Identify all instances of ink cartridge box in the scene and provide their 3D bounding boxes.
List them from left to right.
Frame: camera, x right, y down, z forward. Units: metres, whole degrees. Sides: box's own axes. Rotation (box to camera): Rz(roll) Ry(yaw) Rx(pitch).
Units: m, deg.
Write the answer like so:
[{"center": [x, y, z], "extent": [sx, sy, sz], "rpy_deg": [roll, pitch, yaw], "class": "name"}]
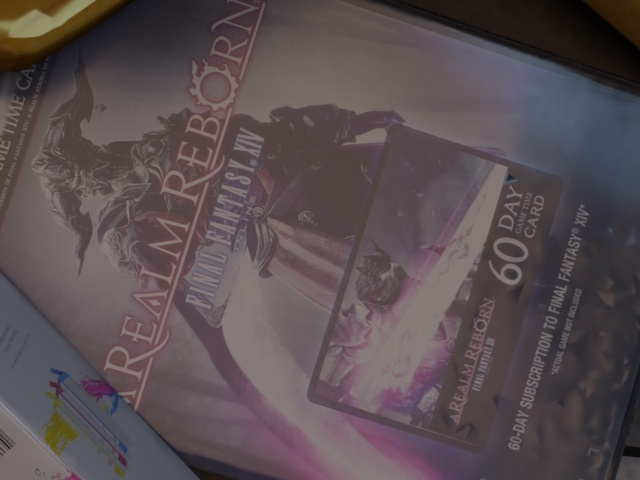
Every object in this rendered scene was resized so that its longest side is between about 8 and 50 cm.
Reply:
[{"center": [-0.109, 0.093, 0.572], "extent": [0.092, 0.090, 0.143], "rpy_deg": [-40, 103, 9], "class": "ink cartridge box"}]

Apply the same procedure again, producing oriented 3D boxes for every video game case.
[{"center": [0.000, 0.000, 0.641], "extent": [0.274, 0.026, 0.196], "rpy_deg": [18, 85, -7], "class": "video game case"}]

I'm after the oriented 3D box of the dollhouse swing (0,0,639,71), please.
[{"center": [0.034, -0.110, 0.464], "extent": [0.315, 0.347, 0.305], "rpy_deg": [-39, 95, -24], "class": "dollhouse swing"}]
